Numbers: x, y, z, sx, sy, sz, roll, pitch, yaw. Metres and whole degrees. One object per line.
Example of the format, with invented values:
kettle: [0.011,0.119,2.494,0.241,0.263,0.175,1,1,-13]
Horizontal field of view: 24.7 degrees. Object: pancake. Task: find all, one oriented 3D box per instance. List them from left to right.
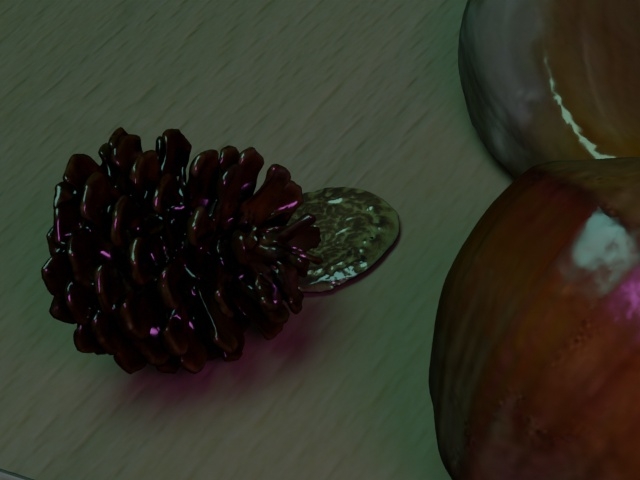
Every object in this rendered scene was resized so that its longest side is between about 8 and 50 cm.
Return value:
pancake: [0.000,-0.001,1.020,0.115,0.011,0.115,-14,37,11]

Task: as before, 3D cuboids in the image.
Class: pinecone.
pinecone: [-0.078,0.006,0.932,0.165,0.163,0.163,-1,41,25]

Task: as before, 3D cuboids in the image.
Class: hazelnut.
hazelnut: [0.148,0.052,0.741,0.210,0.186,0.210,1,44,-1]

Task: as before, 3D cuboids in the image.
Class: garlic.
garlic: [0.170,-0.128,1.035,0.143,0.112,0.318,-14,48,6]

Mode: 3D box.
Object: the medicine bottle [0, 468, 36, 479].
medicine bottle: [-0.077,0.222,0.540,0.406,0.235,0.235,22,38,-14]
